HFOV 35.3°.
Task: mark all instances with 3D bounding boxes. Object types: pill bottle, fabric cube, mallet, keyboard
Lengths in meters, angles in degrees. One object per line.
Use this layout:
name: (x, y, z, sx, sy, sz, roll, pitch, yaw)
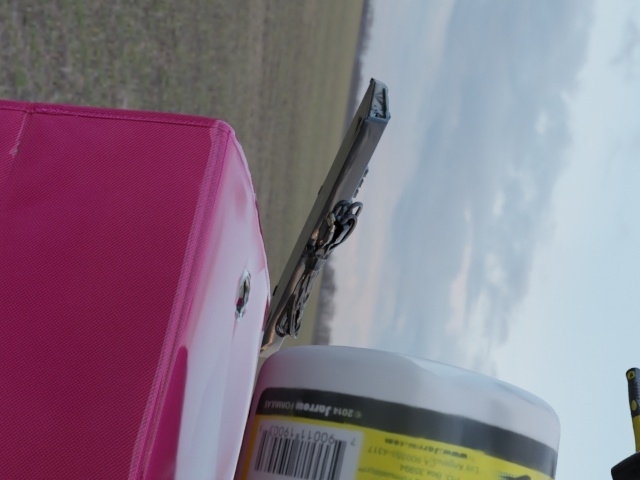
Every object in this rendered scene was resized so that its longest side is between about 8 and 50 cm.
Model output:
pill bottle: (0.022, 0.242, 0.572, 0.188, 0.188, 0.334, 97, 5, -74)
fabric cube: (-0.186, 0.084, 0.665, 0.254, 0.259, 0.258, 83, 14, -59)
mallet: (0.344, 0.190, 1.060, 0.062, 0.039, 0.190, -33, -163, 34)
keyboard: (0.000, 0.000, 1.019, 0.201, 0.033, 0.317, -76, -171, -56)
